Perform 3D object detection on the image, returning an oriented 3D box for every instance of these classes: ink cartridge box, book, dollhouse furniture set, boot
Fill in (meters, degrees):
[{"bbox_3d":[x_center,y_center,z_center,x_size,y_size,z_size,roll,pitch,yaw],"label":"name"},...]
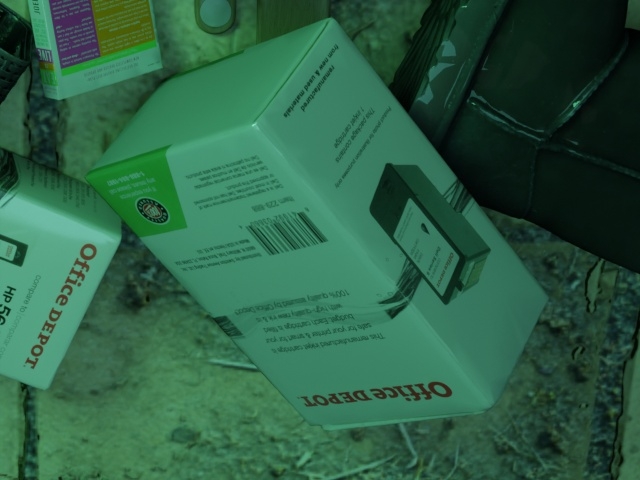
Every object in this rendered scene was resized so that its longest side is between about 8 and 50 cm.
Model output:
[{"bbox_3d":[-0.272,0.006,1.201,0.203,0.086,0.148,23,107,-17],"label":"ink cartridge box"},{"bbox_3d":[-0.171,-0.185,1.139,0.096,0.035,0.144,-26,120,-41],"label":"book"},{"bbox_3d":[-0.054,-0.174,1.127,0.144,0.151,0.123,-1,113,-7],"label":"dollhouse furniture set"},{"bbox_3d":[0.000,0.000,1.170,0.289,0.211,0.121,50,53,-24],"label":"ink cartridge box"},{"bbox_3d":[0.309,-0.128,1.198,0.445,0.146,0.367,21,120,-11],"label":"boot"}]

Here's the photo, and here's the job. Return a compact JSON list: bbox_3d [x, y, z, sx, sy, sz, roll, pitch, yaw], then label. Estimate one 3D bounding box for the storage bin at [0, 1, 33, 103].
[{"bbox_3d":[-0.303,-0.156,1.109,0.180,0.122,0.084,33,104,-20],"label":"storage bin"}]
